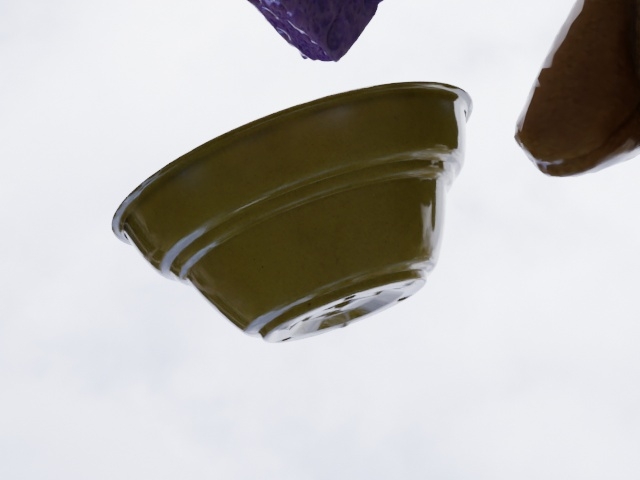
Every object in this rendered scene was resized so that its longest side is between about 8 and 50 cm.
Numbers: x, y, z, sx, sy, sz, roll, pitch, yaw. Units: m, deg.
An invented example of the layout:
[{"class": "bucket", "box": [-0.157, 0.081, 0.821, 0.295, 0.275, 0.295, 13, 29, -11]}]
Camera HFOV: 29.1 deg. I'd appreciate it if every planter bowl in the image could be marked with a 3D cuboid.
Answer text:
[{"class": "planter bowl", "box": [0.000, 0.000, 0.694, 0.217, 0.217, 0.090, -22, -104, 6]}]

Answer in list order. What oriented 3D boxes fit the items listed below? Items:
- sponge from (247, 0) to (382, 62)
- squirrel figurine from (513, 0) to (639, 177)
[{"class": "sponge", "box": [-0.034, -0.180, 0.490, 0.210, 0.031, 0.117, 42, -107, -32]}, {"class": "squirrel figurine", "box": [0.378, -0.121, 0.654, 0.281, 0.370, 0.397, 28, -93, -37]}]
